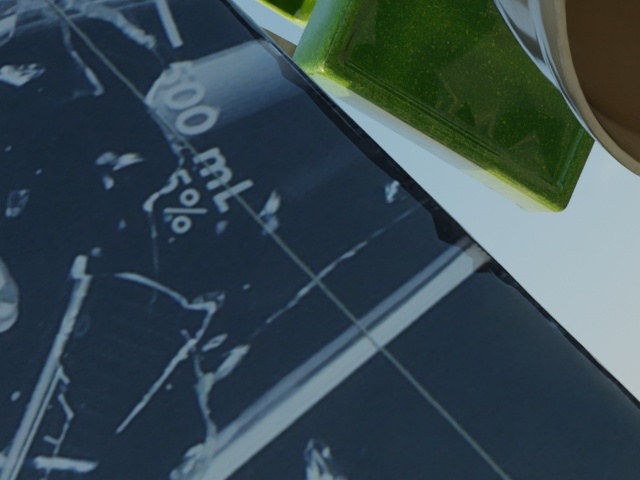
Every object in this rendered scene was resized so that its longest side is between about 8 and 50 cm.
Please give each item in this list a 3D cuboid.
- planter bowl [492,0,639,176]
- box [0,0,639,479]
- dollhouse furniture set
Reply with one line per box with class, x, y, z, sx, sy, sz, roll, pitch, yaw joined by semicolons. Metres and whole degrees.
planter bowl;0.094;-0.106;0.450;0.162;0.109;0.162;-18;-49;-22
box;-0.125;0.077;0.465;0.312;0.343;0.179;-40;-22;-12
dollhouse furniture set;0.000;0.000;0.993;0.301;0.151;0.197;-66;22;-6
